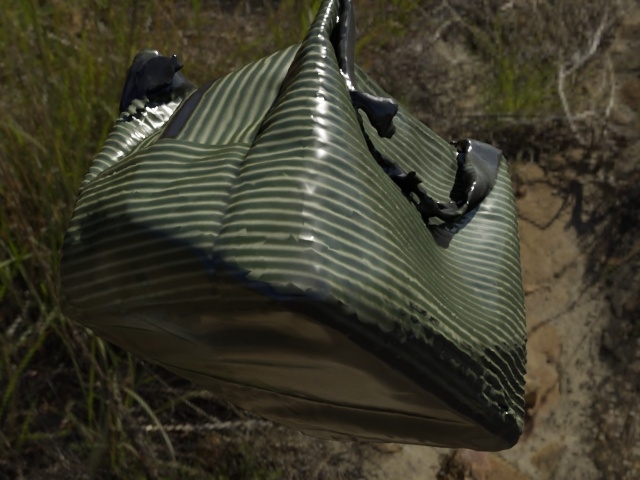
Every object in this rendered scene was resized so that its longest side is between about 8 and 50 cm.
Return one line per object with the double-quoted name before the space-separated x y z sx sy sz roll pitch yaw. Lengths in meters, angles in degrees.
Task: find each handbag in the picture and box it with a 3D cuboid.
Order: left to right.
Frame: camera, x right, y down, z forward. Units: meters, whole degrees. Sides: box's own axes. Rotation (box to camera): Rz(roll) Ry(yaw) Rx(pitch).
"handbag" 0.000 0.000 0.658 0.247 0.340 0.240 -10 61 36
